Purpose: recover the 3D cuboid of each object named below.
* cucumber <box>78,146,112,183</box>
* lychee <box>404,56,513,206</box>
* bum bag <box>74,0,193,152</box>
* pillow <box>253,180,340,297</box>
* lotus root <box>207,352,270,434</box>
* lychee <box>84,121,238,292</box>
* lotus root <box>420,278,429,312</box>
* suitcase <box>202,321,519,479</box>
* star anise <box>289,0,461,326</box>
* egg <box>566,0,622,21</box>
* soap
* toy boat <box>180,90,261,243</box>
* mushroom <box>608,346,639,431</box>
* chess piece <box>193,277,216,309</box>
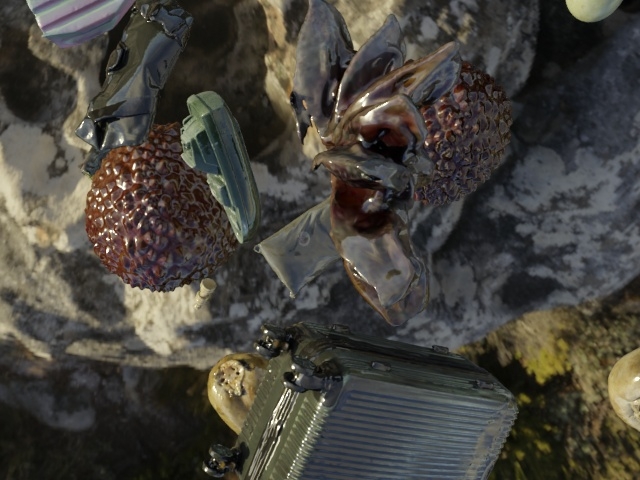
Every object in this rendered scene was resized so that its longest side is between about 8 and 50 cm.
[{"bbox_3d":[-0.381,-0.203,1.543,0.067,0.245,0.067,15,154,8],"label":"cucumber"},{"bbox_3d":[0.245,-0.235,1.698,0.306,0.306,0.330,13,88,-15],"label":"lychee"},{"bbox_3d":[-0.206,-0.190,0.921,0.087,0.049,0.198,19,81,17],"label":"bum bag"},{"bbox_3d":[0.000,0.000,1.750,0.255,0.059,0.169,-38,117,-14],"label":"pillow"},{"bbox_3d":[-0.122,0.340,1.712,0.160,0.146,0.284,-13,139,22],"label":"lotus root"},{"bbox_3d":[-0.257,-0.049,1.379,0.276,0.276,0.304,-5,126,-7],"label":"lychee"},{"bbox_3d":[0.206,0.107,1.860,0.080,0.089,0.179,-14,138,-11],"label":"lotus root"},{"bbox_3d":[0.052,0.207,0.877,0.312,0.128,0.202,16,103,-34],"label":"suitcase"},{"bbox_3d":[0.043,-0.067,0.659,0.129,0.283,0.212,-3,136,2],"label":"star anise"},{"bbox_3d":[0.532,-0.494,1.584,0.114,0.114,0.152,0,131,-9],"label":"egg"},{"bbox_3d":[-0.316,-0.328,1.112,0.149,0.056,0.100,-29,90,-5],"label":"soap"},{"bbox_3d":[-0.141,-0.091,1.183,0.085,0.078,0.260,-29,136,-15],"label":"toy boat"},{"bbox_3d":[0.487,0.217,1.150,0.166,0.127,0.166,12,147,8],"label":"mushroom"},{"bbox_3d":[-0.276,0.131,1.935,0.035,0.035,0.092,17,131,-17],"label":"chess piece"}]
